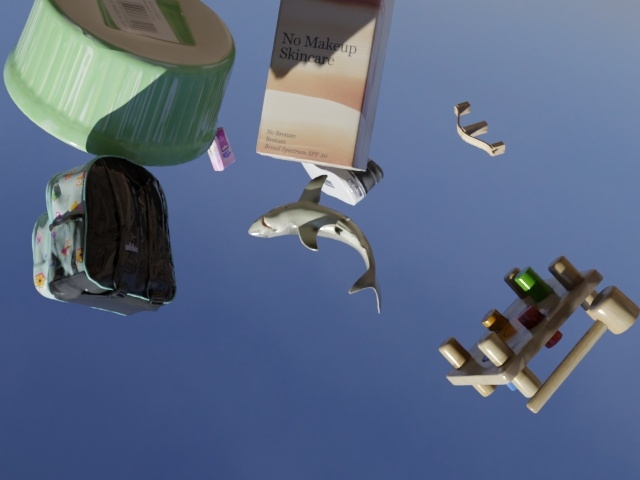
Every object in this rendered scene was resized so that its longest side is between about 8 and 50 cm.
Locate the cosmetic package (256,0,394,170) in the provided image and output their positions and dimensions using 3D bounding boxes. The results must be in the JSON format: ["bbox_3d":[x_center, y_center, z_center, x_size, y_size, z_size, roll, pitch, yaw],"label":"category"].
[{"bbox_3d":[0.011,-0.258,1.600,0.153,0.296,0.129,9,-177,11],"label":"cosmetic package"}]

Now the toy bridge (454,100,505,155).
[{"bbox_3d":[0.344,-0.247,2.450,0.063,0.026,0.188,-17,-136,-13],"label":"toy bridge"}]

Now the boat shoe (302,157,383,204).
[{"bbox_3d":[0.040,-0.162,2.311,0.108,0.102,0.301,59,169,-24],"label":"boat shoe"}]

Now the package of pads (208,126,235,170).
[{"bbox_3d":[-0.215,-0.195,2.326,0.032,0.083,0.050,-5,-157,31],"label":"package of pads"}]

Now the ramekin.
[{"bbox_3d":[-0.262,-0.250,1.491,0.304,0.148,0.303,19,-147,-13],"label":"ramekin"}]

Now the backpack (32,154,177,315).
[{"bbox_3d":[-0.272,-0.007,1.376,0.144,0.188,0.166,-12,162,37],"label":"backpack"}]

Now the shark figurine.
[{"bbox_3d":[0.029,-0.002,1.990,0.278,0.166,0.116,32,166,21],"label":"shark figurine"}]

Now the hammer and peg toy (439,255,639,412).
[{"bbox_3d":[0.354,0.149,1.834,0.127,0.266,0.361,47,165,-5],"label":"hammer and peg toy"}]
